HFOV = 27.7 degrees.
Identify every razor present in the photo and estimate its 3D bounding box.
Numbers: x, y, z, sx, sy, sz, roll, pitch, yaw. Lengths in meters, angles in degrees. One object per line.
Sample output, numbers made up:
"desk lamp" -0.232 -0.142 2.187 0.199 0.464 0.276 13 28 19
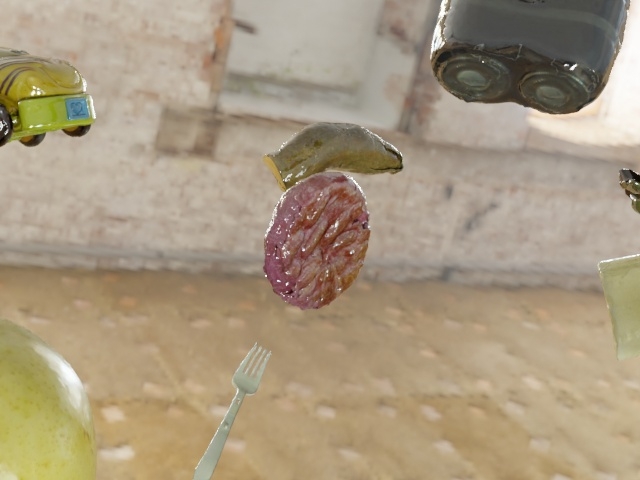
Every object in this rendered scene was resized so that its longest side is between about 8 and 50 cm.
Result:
"razor" 0.253 -0.308 1.451 0.204 0.349 0.113 13 159 14

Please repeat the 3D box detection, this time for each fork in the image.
"fork" -0.107 0.212 1.560 0.034 0.028 0.219 35 -136 -11

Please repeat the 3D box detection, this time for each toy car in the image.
"toy car" -0.440 -0.201 1.822 0.247 0.142 0.200 -8 -175 25

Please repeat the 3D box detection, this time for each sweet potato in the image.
"sweet potato" 0.022 -0.131 2.048 0.085 0.112 0.285 9 -171 40

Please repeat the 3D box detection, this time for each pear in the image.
"pear" -0.441 0.248 1.555 0.348 0.348 0.348 12 -162 -4

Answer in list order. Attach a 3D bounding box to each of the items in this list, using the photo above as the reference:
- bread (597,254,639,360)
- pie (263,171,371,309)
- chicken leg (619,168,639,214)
"bread" 0.468 0.078 1.720 0.178 0.140 0.060 -11 167 12
"pie" 0.000 0.000 1.347 0.036 0.154 0.154 24 -160 39
"chicken leg" 0.283 -0.017 0.707 0.201 0.153 0.429 41 -162 31
